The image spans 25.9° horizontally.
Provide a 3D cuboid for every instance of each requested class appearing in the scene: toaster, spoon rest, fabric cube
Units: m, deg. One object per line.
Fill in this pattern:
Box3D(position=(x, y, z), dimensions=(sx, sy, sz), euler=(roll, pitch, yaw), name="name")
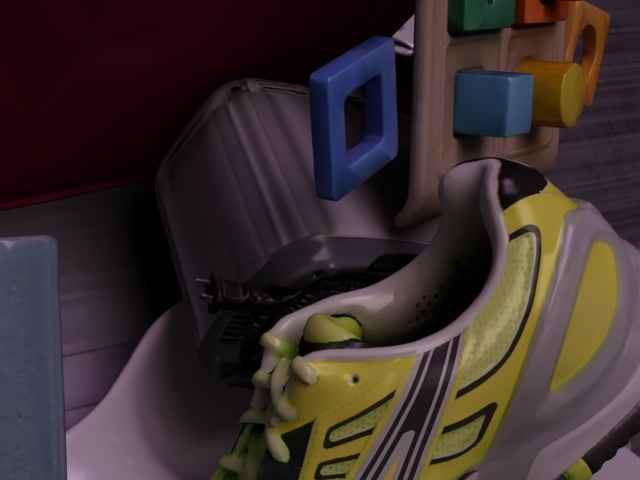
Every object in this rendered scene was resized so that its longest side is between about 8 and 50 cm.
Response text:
Box3D(position=(0.000, 0.000, 0.794), dimensions=(0.227, 0.129, 0.146), euler=(8, 44, -38), name="toaster")
Box3D(position=(-0.089, 0.112, 0.746), dimensions=(0.276, 0.084, 0.137), euler=(-25, 77, -40), name="spoon rest")
Box3D(position=(-0.103, -0.202, 0.808), dimensions=(0.254, 0.258, 0.259), euler=(-17, 74, -39), name="fabric cube")

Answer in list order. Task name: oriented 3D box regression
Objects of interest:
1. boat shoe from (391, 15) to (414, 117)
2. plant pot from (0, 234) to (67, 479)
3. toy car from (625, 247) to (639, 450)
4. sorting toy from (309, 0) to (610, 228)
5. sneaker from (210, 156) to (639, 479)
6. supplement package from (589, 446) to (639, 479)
Box3D(position=(0.067, -0.135, 0.999), dimensions=(0.075, 0.083, 0.226), euler=(5, 62, -33), name="boat shoe")
Box3D(position=(-0.240, 0.150, 0.526), dimensions=(0.247, 0.248, 0.252), euler=(-6, 84, -37), name="plant pot")
Box3D(position=(0.156, 0.054, 0.928), dimensions=(0.182, 0.159, 0.136), euler=(20, 18, -23), name="toy car")
Box3D(position=(0.106, -0.111, 0.746), dimensions=(0.347, 0.047, 0.196), euler=(-19, 118, -56), name="sorting toy")
Box3D(position=(-0.001, 0.116, 0.678), dimensions=(0.385, 0.145, 0.147), euler=(-45, 114, -9), name="sneaker")
Box3D(position=(0.109, 0.247, 0.760), dimensions=(0.204, 0.145, 0.262), euler=(38, 49, -9), name="supplement package")
